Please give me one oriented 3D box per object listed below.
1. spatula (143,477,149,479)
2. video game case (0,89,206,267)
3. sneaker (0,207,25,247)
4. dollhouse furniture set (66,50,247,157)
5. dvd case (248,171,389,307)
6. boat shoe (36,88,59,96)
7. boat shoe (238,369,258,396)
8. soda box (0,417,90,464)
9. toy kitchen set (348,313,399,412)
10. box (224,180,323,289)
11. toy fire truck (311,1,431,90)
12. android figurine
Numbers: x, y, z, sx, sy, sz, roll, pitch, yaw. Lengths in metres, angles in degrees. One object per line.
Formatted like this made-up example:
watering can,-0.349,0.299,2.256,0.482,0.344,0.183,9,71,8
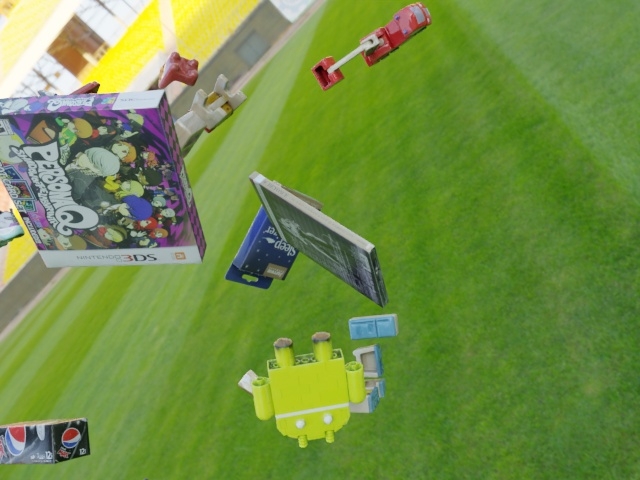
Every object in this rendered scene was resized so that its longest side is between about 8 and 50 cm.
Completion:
spatula,-0.246,0.471,0.979,0.030,0.084,0.296,-25,-36,-25
video game case,-0.262,-0.063,0.706,0.210,0.232,0.041,-2,42,3
sneaker,-0.544,-0.025,0.996,0.098,0.069,0.038,-21,-1,17
dollhouse furniture set,-0.347,-0.239,1.203,0.152,0.201,0.374,-40,9,45
dvd case,0.000,0.000,0.854,0.221,0.164,0.018,32,71,29
boat shoe,-0.654,-0.340,1.451,0.043,0.049,0.137,-39,49,-13
boat shoe,-0.128,0.394,1.530,0.059,0.170,0.063,-57,11,-19
soda box,-0.408,0.288,0.851,0.169,0.060,0.053,-14,78,31
toy kitchen set,0.130,0.301,1.473,0.122,0.207,0.166,-9,0,18
box,-0.094,0.001,1.227,0.036,0.136,0.225,34,99,40
toy fire truck,0.089,-0.339,1.035,0.192,0.047,0.135,-27,7,41
android figurine,-0.024,0.336,1.310,0.248,0.272,0.056,-7,19,-5
